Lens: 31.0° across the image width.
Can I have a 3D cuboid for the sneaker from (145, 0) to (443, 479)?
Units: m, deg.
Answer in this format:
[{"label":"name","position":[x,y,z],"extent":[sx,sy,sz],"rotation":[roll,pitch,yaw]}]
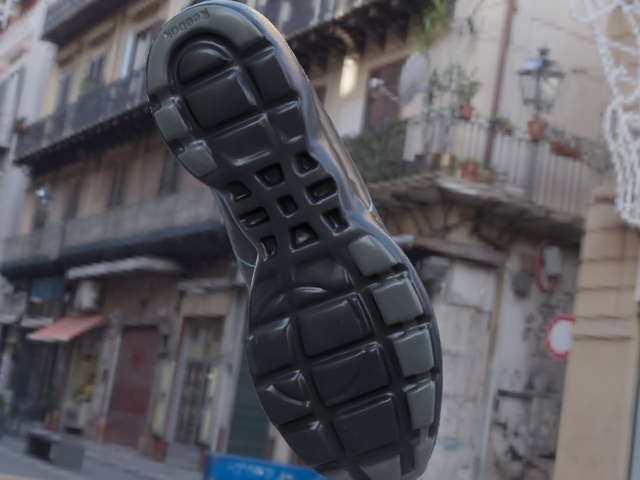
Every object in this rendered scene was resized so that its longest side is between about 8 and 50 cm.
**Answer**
[{"label":"sneaker","position":[0.000,0.000,0.612],"extent":[0.101,0.267,0.106],"rotation":[-21,-1,13]}]
